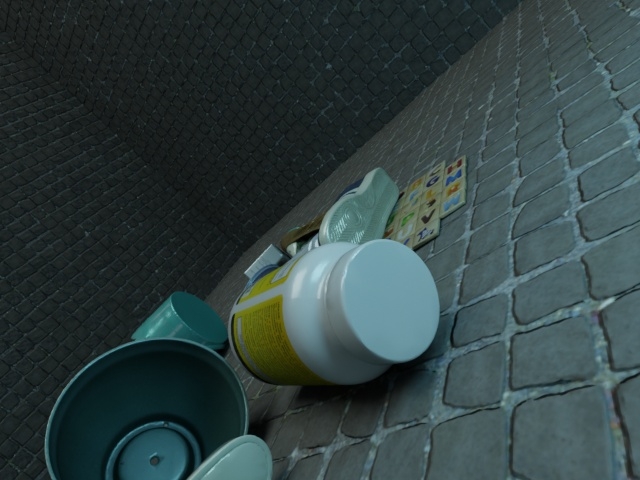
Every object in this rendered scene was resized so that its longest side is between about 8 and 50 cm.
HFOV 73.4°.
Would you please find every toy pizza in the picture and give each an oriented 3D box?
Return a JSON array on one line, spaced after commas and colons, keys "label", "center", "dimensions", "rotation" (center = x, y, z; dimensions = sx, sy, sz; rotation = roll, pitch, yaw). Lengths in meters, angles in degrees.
[{"label": "toy pizza", "center": [-0.164, 0.158, 1.179], "dimensions": [0.201, 0.032, 0.202], "rotation": [-39, -41, -45]}]

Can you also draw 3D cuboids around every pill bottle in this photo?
[{"label": "pill bottle", "center": [0.003, 0.112, 0.622], "dimensions": [0.188, 0.188, 0.334], "rotation": [-53, 13, -32]}]

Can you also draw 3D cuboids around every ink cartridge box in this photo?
[{"label": "ink cartridge box", "center": [-0.195, 0.134, 1.423], "dimensions": [0.239, 0.060, 0.275], "rotation": [-46, -10, -3]}]

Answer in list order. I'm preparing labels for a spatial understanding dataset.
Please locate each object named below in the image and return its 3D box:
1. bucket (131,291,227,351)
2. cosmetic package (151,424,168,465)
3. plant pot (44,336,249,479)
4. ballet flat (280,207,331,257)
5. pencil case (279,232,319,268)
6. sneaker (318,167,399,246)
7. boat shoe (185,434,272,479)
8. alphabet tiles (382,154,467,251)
[{"label": "bucket", "center": [-0.459, 0.319, 1.442], "dimensions": [0.183, 0.281, 0.281], "rotation": [-47, 10, 6]}, {"label": "cosmetic package", "center": [-0.374, 0.482, 0.911], "dimensions": [0.085, 0.117, 0.231], "rotation": [-38, 12, 40]}, {"label": "plant pot", "center": [-0.280, 0.343, 0.727], "dimensions": [0.293, 0.292, 0.196], "rotation": [-59, -9, -50]}, {"label": "ballet flat", "center": [-0.027, 0.007, 1.381], "dimensions": [0.342, 0.116, 0.124], "rotation": [-27, 44, 42]}, {"label": "pencil case", "center": [-0.044, 0.093, 1.064], "dimensions": [0.273, 0.114, 0.124], "rotation": [-41, -29, 28]}, {"label": "sneaker", "center": [0.069, -0.042, 1.004], "dimensions": [0.148, 0.131, 0.350], "rotation": [-33, 8, 39]}, {"label": "boat shoe", "center": [-0.175, 0.382, 0.513], "dimensions": [0.099, 0.116, 0.320], "rotation": [-22, 31, 57]}, {"label": "alphabet tiles", "center": [0.198, -0.060, 0.947], "dimensions": [0.285, 0.011, 0.343], "rotation": [-37, 15, 34]}]
